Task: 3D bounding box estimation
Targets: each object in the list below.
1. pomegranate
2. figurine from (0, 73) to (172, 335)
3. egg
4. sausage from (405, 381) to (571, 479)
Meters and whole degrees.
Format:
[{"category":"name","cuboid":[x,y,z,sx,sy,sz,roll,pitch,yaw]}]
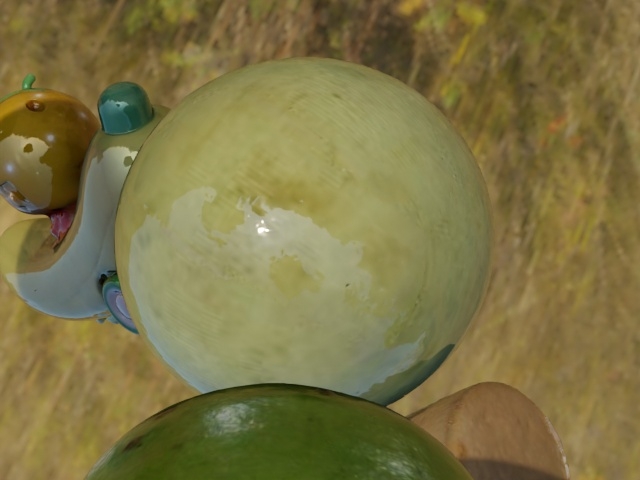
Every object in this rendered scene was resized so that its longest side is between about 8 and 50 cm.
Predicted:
[{"category":"pomegranate","cuboid":[0.013,0.144,0.531,0.225,0.187,0.187,14,159,-9]},{"category":"figurine","cuboid":[-0.197,-0.031,1.336,0.222,0.124,0.324,54,147,-12]},{"category":"egg","cuboid":[0.000,0.000,0.981,0.218,0.218,0.295,16,-174,18]},{"category":"sausage","cuboid":[0.038,0.191,1.071,0.123,0.123,0.253,36,135,-27]}]
